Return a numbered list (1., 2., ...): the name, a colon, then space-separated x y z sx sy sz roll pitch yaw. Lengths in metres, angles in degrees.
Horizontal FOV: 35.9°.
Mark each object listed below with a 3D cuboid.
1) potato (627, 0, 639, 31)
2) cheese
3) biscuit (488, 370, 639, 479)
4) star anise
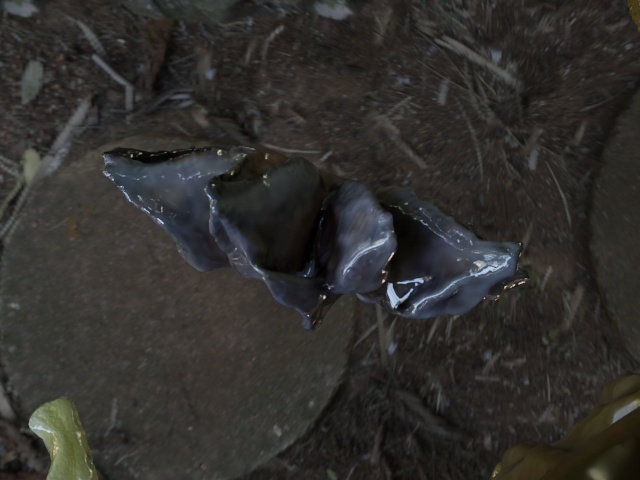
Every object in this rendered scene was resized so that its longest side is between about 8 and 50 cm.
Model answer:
1. potato: 0.411 -0.212 0.783 0.195 0.369 0.176 -29 125 -24
2. cheese: -0.211 0.170 0.802 0.044 0.030 0.083 -13 62 -27
3. biscuit: 0.127 0.081 0.259 0.332 0.332 0.103 -35 83 13
4. star anise: 0.000 0.000 0.431 0.195 0.182 0.065 13 93 -10
